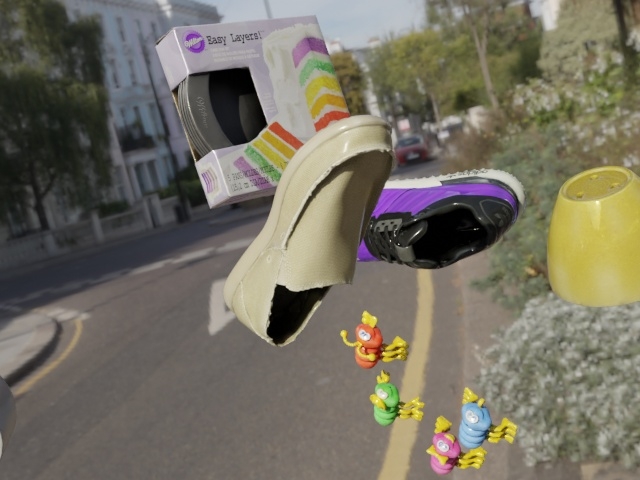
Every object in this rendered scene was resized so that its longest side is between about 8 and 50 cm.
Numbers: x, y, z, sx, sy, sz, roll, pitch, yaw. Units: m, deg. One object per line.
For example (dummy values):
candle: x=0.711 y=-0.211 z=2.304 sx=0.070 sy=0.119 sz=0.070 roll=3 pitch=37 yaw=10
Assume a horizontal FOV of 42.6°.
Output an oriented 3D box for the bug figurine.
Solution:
bug figurine: x=0.138 y=0.231 z=1.157 sx=0.072 sy=0.216 sz=0.279 roll=-36 pitch=52 yaw=-27

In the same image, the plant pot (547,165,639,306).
plant pot: x=0.274 y=-0.014 z=0.786 sx=0.134 sy=0.095 sz=0.134 roll=-20 pitch=23 yaw=9

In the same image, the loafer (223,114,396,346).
loafer: x=0.000 y=0.000 z=0.780 sx=0.101 sy=0.092 sz=0.269 roll=-5 pitch=-41 yaw=-41

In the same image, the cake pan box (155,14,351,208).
cake pan box: x=-0.083 y=-0.190 z=1.172 sx=0.266 sy=0.246 sz=0.070 roll=-15 pitch=-6 yaw=-37

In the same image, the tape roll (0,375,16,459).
tape roll: x=-0.548 y=0.255 z=1.155 sx=0.219 sy=0.219 sz=0.072 roll=-14 pitch=27 yaw=3

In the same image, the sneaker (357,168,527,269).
sneaker: x=0.117 y=-0.014 z=1.094 sx=0.293 sy=0.102 sz=0.146 roll=-14 pitch=24 yaw=31
